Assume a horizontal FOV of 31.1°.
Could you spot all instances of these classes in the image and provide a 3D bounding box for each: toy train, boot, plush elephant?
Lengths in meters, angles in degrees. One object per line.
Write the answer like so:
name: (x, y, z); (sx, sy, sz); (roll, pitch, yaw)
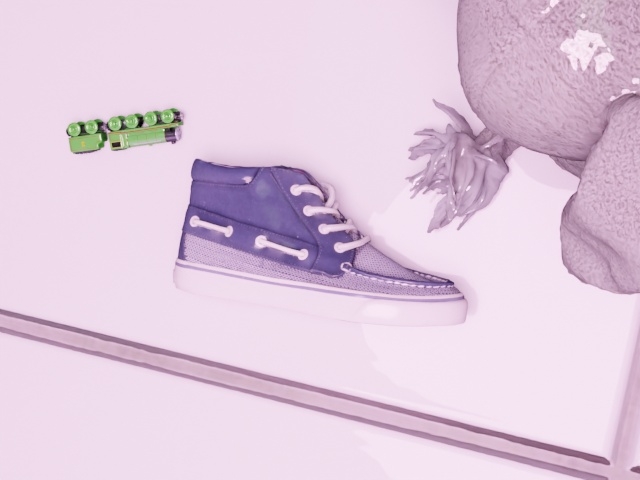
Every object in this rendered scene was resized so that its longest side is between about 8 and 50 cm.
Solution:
toy train: (-0.130, -0.072, 0.765); (0.083, 0.017, 0.024); (-6, 98, 13)
boot: (0.000, 0.000, 0.707); (0.189, 0.069, 0.086); (8, 94, 14)
plush elephant: (0.163, -0.116, 0.576); (0.330, 0.255, 0.272); (-36, 82, 10)
